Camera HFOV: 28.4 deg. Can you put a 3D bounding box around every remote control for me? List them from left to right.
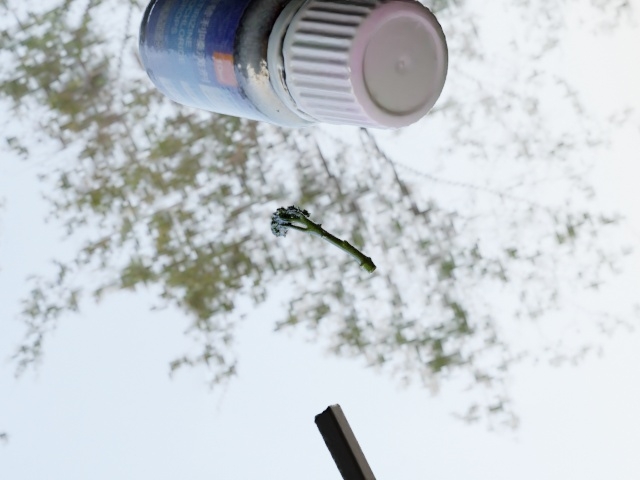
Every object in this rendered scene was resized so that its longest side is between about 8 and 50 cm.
[{"bbox_3d":[0.060,0.302,1.449,0.245,0.025,0.063,63,-165,8],"label":"remote control"}]

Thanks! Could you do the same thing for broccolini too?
[{"bbox_3d":[-0.004,-0.004,1.595,0.194,0.054,0.052,32,168,46],"label":"broccolini"}]

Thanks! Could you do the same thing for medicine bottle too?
[{"bbox_3d":[-0.018,-0.103,0.687,0.083,0.203,0.083,-10,-73,-36],"label":"medicine bottle"}]
